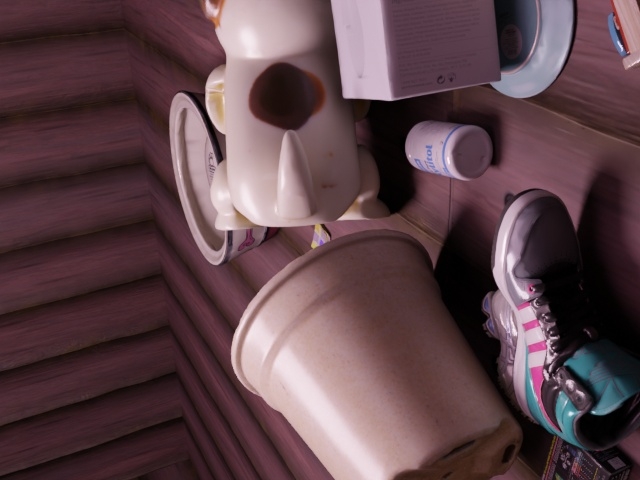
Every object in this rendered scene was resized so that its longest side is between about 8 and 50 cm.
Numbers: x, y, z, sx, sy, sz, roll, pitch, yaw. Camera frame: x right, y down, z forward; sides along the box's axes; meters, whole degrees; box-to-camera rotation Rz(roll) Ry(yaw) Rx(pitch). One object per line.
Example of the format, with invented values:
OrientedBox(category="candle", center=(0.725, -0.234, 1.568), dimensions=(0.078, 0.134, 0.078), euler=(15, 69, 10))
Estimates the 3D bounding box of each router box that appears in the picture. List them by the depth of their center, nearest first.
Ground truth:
OrientedBox(category="router box", center=(0.317, 0.284, 0.924), dimensions=(0.092, 0.038, 0.122), euler=(48, 145, 47))

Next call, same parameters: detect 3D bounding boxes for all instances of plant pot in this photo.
OrientedBox(category="plant pot", center=(0.091, 0.208, 1.032), dimensions=(0.305, 0.334, 0.333), euler=(54, 149, 39))

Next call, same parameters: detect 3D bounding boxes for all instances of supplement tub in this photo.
OrientedBox(category="supplement tub", center=(0.166, -0.118, 0.995), dimensions=(0.107, 0.071, 0.071), euler=(24, 125, 62))

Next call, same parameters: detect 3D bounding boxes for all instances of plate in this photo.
OrientedBox(category="plate", center=(0.213, -0.254, 0.865), dimensions=(0.188, 0.024, 0.188), euler=(44, 142, 51))

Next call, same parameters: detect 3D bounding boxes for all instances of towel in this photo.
OrientedBox(category="towel", center=(0.000, 0.000, 1.534), dimensions=(0.060, 0.009, 0.083), euler=(57, 151, 36))

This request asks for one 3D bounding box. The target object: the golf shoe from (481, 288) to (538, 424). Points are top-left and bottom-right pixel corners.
OrientedBox(category="golf shoe", center=(0.259, 0.139, 0.943), dimensions=(0.086, 0.069, 0.176), euler=(-37, 70, 59))

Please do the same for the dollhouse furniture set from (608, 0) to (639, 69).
OrientedBox(category="dollhouse furniture set", center=(0.232, -0.230, 0.695), dimensions=(0.129, 0.129, 0.183), euler=(-28, 77, 67))

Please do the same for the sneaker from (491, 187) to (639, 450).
OrientedBox(category="sneaker", center=(0.272, 0.101, 0.801), dimensions=(0.178, 0.124, 0.295), euler=(-142, 35, -63))

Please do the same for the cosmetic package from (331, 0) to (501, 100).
OrientedBox(category="cosmetic package", center=(0.100, -0.290, 0.911), dimensions=(0.224, 0.138, 0.224), euler=(-136, 35, -73))

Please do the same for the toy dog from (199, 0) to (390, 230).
OrientedBox(category="toy dog", center=(-0.065, -0.223, 1.138), dimensions=(0.395, 0.285, 0.407), euler=(-11, -83, -78))

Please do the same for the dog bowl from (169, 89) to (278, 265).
OrientedBox(category="dog bowl", center=(-0.219, -0.153, 1.776), dimensions=(0.408, 0.150, 0.408), euler=(166, 90, -68))
